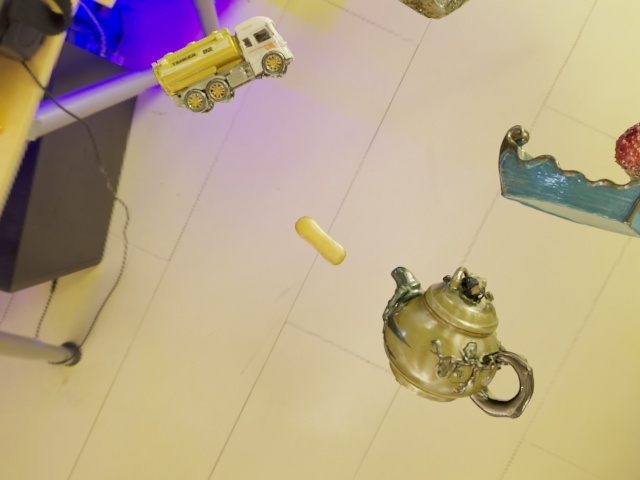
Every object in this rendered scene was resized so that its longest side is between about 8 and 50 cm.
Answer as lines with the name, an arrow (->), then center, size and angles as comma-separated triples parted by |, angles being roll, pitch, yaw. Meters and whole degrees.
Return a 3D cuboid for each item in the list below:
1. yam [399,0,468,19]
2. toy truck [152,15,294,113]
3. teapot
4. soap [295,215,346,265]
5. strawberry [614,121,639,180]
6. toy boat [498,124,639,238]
yam -> 0.188, -0.379, 1.027 | 0.183, 0.107, 0.107 | -39, 92, -7
toy truck -> -0.163, -0.294, 1.255 | 0.226, 0.098, 0.114 | -24, 97, 4
teapot -> 0.196, 0.134, 1.070 | 0.269, 0.173, 0.183 | 38, 119, 31
soap -> 0.000, 0.000, 1.090 | 0.089, 0.012, 0.034 | 44, 75, 3
strawberry -> 0.434, -0.121, 0.985 | 0.083, 0.083, 0.096 | 27, 69, 1
toy boat -> 0.244, -0.062, 0.717 | 0.075, 0.185, 0.077 | 22, 90, -40
